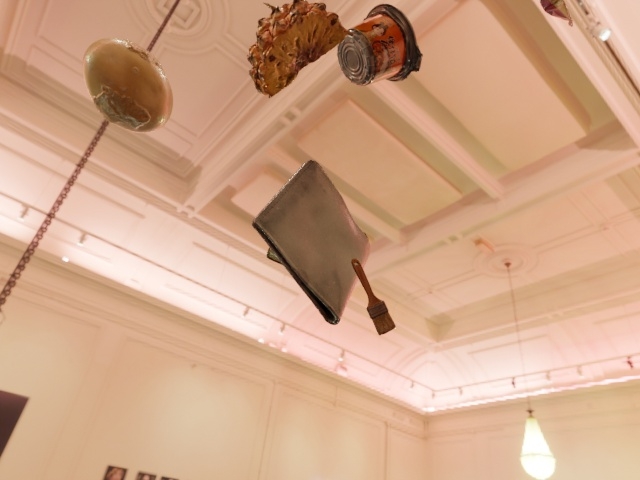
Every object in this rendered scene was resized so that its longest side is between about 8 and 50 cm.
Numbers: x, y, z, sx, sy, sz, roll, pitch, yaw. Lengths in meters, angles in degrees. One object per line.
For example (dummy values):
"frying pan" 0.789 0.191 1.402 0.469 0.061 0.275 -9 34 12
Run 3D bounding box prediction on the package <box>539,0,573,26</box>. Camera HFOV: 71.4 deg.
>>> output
"package" 0.365 -0.365 0.692 0.083 0.059 0.029 49 -54 3

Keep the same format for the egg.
"egg" -0.403 -0.321 0.936 0.164 0.164 0.201 -14 -55 28

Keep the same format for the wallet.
"wallet" 0.001 0.000 0.970 0.054 0.251 0.290 -17 -61 37

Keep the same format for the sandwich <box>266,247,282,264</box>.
"sandwich" -0.040 0.059 1.267 0.144 0.187 0.117 -24 -30 -30

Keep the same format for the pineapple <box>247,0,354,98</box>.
"pineapple" -0.053 -0.390 0.848 0.233 0.079 0.135 -42 -39 -8

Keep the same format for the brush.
"brush" 0.105 0.114 0.935 0.043 0.170 0.014 -21 -13 -14

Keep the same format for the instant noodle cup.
"instant noodle cup" 0.119 -0.441 1.040 0.208 0.125 0.178 34 -34 44
